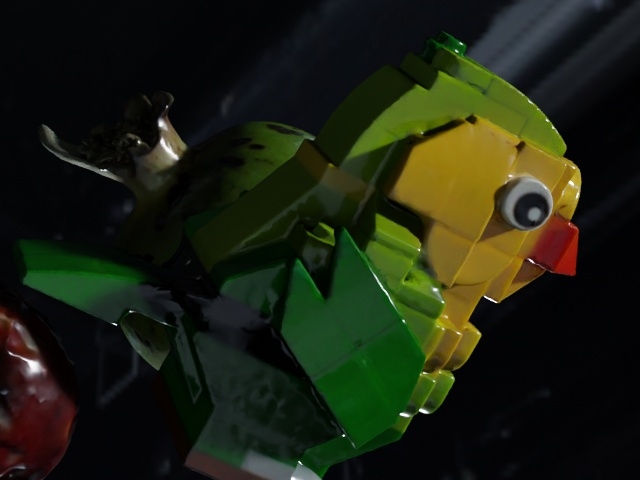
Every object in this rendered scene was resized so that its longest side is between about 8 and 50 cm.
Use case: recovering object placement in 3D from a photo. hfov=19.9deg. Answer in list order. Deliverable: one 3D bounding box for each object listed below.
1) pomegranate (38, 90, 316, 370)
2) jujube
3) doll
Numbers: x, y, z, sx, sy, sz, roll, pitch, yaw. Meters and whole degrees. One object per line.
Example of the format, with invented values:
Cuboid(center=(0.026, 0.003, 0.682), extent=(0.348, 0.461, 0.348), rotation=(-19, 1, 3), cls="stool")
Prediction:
Cuboid(center=(-0.048, -0.007, 0.781), extent=(0.161, 0.122, 0.122), rotation=(43, -58, -13), cls="pomegranate")
Cuboid(center=(-0.179, 0.046, 0.758), extent=(0.166, 0.104, 0.104), rotation=(27, -52, -19), cls="jujube")
Cuboid(center=(0.005, 0.007, 0.656), extent=(0.186, 0.106, 0.134), rotation=(-34, -70, -2), cls="doll")
